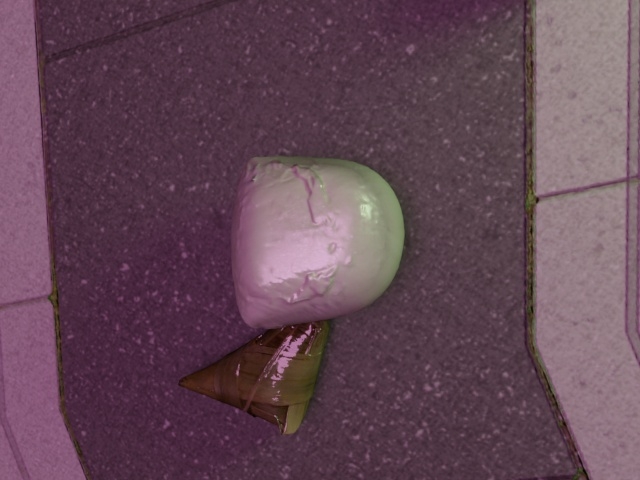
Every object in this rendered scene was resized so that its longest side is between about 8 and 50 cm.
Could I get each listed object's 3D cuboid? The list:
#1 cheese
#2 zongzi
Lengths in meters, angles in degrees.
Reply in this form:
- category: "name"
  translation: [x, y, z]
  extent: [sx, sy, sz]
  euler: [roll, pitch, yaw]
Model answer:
- category: "cheese"
  translation: [0.000, 0.000, 0.646]
  extent: [0.189, 0.154, 0.198]
  euler: [-3, 82, 15]
- category: "zongzi"
  translation: [-0.084, 0.141, 0.723]
  extent: [0.176, 0.078, 0.160]
  euler: [18, 94, 16]
